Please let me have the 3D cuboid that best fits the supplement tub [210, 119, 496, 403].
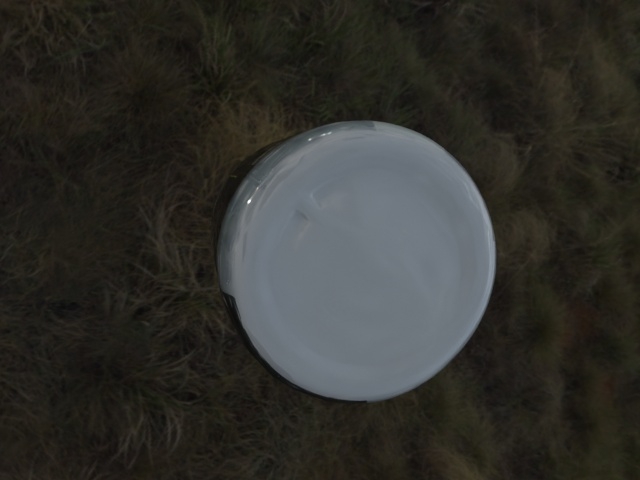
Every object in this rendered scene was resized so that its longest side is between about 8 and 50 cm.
[{"bbox_3d":[0.000,0.000,0.556,0.206,0.338,0.207,-2,98,-12],"label":"supplement tub"}]
